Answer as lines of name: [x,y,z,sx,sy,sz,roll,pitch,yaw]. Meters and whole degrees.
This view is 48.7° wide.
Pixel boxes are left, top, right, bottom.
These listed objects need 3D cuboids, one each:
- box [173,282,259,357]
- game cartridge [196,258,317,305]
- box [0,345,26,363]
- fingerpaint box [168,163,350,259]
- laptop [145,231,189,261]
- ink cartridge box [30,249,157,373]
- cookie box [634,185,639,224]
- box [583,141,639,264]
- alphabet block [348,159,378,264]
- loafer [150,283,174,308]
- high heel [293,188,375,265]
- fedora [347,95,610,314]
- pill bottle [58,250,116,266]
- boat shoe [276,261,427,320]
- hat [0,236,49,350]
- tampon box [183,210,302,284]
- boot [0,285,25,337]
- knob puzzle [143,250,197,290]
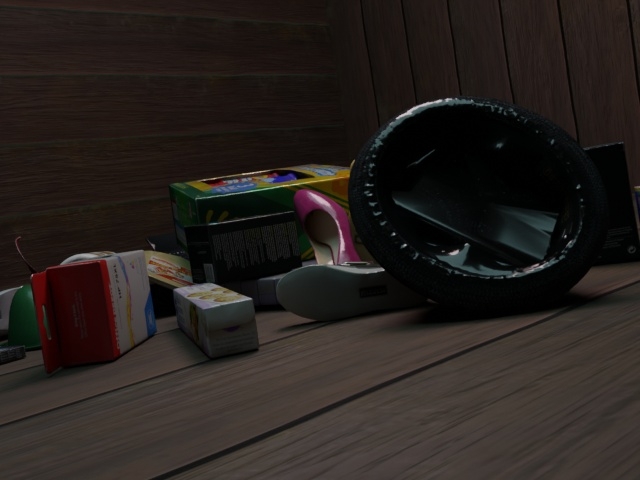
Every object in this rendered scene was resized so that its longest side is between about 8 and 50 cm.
box: [-0.153,0.103,0.985,0.067,0.063,0.324,-9,3,-17]
game cartridge: [-0.027,0.069,1.325,0.230,0.068,0.355,-1,7,36]
box: [-0.492,0.175,1.049,0.067,0.018,0.083,-7,3,39]
fingerpaint box: [-0.116,-0.067,1.555,0.371,0.163,0.445,-10,11,-16]
laptop: [-0.309,0.034,1.984,0.234,0.264,0.136,-12,-32,-53]
ink cartridge box: [-0.306,0.091,0.981,0.078,0.134,0.231,-8,4,4]
cookie box: [0.556,-0.039,1.161,0.040,0.107,0.092,-8,3,6]
box: [0.467,-0.066,1.207,0.103,0.184,0.261,-7,3,17]
alphabet block: [0.178,-0.045,1.239,0.197,0.193,0.192,8,11,33]
loafer: [-0.360,0.101,1.393,0.084,0.096,0.267,-16,3,18]
high heel: [0.000,0.000,1.179,0.117,0.244,0.082,2,-42,-50]
fedora: [0.202,-0.030,0.945,0.334,0.334,0.152,-8,-30,6]
pill bottle: [-0.462,0.088,1.485,0.131,0.131,0.229,-9,1,-1]
boat shoe: [0.046,0.069,1.002,0.219,0.078,0.070,-1,3,-6]
hat: [-0.484,0.081,1.207,0.208,0.184,0.173,-8,4,23]
tampon box: [-0.133,0.012,1.216,0.161,0.101,0.120,-10,4,-30]
boot: [-0.634,0.144,1.336,0.123,0.095,0.258,-7,1,35]
knob puzzle: [-0.279,0.071,1.373,0.213,0.030,0.213,24,10,-5]
